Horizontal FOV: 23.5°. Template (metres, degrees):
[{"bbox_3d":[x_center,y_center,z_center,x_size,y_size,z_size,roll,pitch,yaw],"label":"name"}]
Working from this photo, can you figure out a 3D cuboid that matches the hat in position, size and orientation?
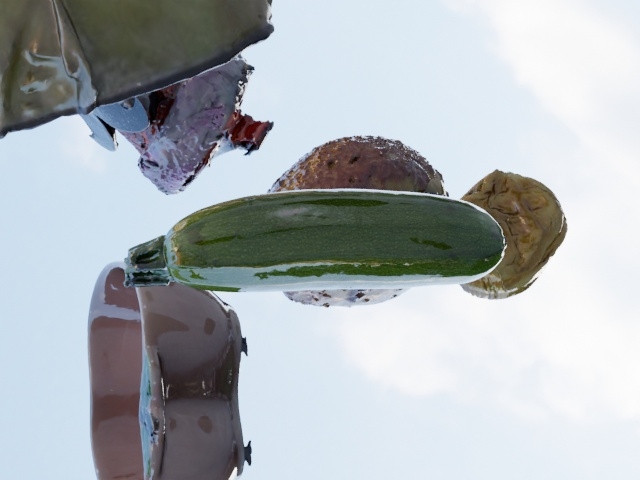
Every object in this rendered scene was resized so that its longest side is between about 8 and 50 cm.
[{"bbox_3d":[-0.156,-0.128,1.209,0.227,0.129,0.140,31,-173,-12],"label":"hat"}]

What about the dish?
[{"bbox_3d":[-0.109,0.116,1.149,0.090,0.213,0.213,-2,-126,-21],"label":"dish"}]

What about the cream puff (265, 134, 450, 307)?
[{"bbox_3d":[0.039,-0.026,1.802,0.240,0.240,0.164,18,-142,-25],"label":"cream puff"}]

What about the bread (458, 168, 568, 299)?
[{"bbox_3d":[0.134,-0.003,1.131,0.083,0.044,0.111,28,-125,23],"label":"bread"}]

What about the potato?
[{"bbox_3d":[-0.158,-0.103,0.604,0.120,0.261,0.100,-43,-54,-45],"label":"potato"}]

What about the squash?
[{"bbox_3d":[0.000,0.000,0.993,0.252,0.066,0.066,-2,-127,-12],"label":"squash"}]
